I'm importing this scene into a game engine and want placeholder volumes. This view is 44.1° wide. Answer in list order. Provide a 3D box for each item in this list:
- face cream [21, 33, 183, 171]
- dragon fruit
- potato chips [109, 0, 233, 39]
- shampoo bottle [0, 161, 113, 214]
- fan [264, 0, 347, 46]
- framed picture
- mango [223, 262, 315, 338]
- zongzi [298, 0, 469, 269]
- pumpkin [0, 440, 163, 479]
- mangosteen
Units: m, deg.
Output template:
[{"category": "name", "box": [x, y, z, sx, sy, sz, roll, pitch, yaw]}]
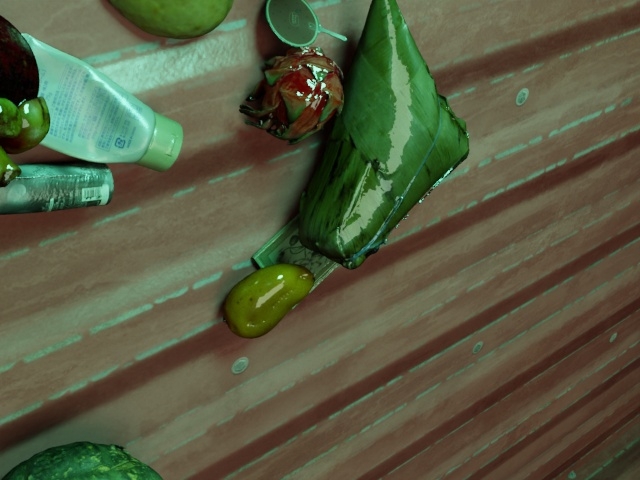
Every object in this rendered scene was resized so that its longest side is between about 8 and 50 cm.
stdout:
[{"category": "face cream", "box": [-0.276, -0.152, 0.954, 0.224, 0.070, 0.114, 20, 82, -42]}, {"category": "dragon fruit", "box": [-0.033, -0.204, 1.108, 0.121, 0.130, 0.142, -55, 166, -62]}, {"category": "potato chips", "box": [-0.177, -0.319, 0.933, 0.150, 0.049, 0.201, -53, 134, -6]}, {"category": "shampoo bottle", "box": [-0.354, -0.059, 0.944, 0.207, 0.063, 0.057, -10, 114, -38]}, {"category": "fan", "box": [-0.018, -0.295, 1.080, 0.133, 0.005, 0.085, 12, 67, -31]}, {"category": "framed picture", "box": [0.000, 0.000, 1.361, 0.231, 0.010, 0.173, -44, 139, -10]}, {"category": "mango", "box": [-0.091, 0.087, 1.283, 0.159, 0.084, 0.105, -43, 140, -10]}, {"category": "zongzi", "box": [0.059, -0.157, 1.170, 0.323, 0.159, 0.360, -50, 144, -16]}, {"category": "pumpkin", "box": [-0.347, 0.454, 1.180, 0.291, 0.257, 0.328, -15, 136, -20]}, {"category": "mangosteen", "box": [-0.361, -0.138, 0.780, 0.199, 0.200, 0.200, -24, 133, -29]}]
